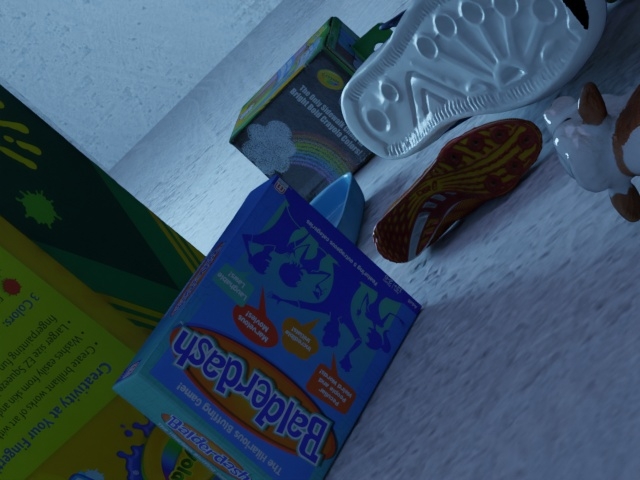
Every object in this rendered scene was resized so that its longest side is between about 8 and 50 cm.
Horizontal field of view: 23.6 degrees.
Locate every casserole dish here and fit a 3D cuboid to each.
[{"bbox_3d":[0.000,0.000,1.549,0.114,0.037,0.188,-43,13,23],"label":"casserole dish"}]

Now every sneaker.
[{"bbox_3d":[0.112,-0.049,1.270,0.175,0.064,0.067,-36,4,29],"label":"sneaker"},{"bbox_3d":[0.171,-0.199,1.306,0.236,0.130,0.323,-41,6,-33],"label":"sneaker"}]

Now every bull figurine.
[{"bbox_3d":[0.264,-0.130,0.904,0.310,0.101,0.188,-32,19,53],"label":"bull figurine"}]

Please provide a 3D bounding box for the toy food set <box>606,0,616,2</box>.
[{"bbox_3d":[0.256,-0.281,1.381,0.039,0.132,0.192,-3,14,5],"label":"toy food set"}]

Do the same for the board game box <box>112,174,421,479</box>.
[{"bbox_3d":[-0.034,0.078,1.143,0.047,0.160,0.210,-31,22,52],"label":"board game box"}]

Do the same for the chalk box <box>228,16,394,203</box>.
[{"bbox_3d":[0.018,-0.161,1.754,0.213,0.132,0.132,-42,14,19],"label":"chalk box"}]

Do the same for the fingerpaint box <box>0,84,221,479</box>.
[{"bbox_3d":[-0.296,0.138,1.355,0.445,0.371,0.163,-42,16,28],"label":"fingerpaint box"}]
